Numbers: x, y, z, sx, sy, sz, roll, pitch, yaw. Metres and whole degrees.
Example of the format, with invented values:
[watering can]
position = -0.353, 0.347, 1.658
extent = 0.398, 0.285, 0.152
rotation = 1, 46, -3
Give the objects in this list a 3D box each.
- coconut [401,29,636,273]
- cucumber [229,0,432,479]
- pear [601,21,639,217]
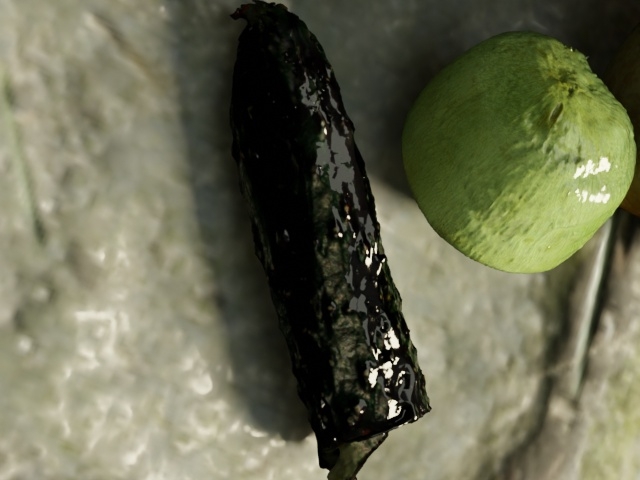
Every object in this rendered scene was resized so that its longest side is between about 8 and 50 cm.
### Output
[coconut]
position = 0.074, -0.031, 0.739
extent = 0.088, 0.096, 0.088
rotation = 16, 55, -24
[cucumber]
position = 0.000, 0.000, 0.710
extent = 0.053, 0.053, 0.181
rotation = -24, 106, -33
[pear]
position = 0.195, -0.033, 0.785
extent = 0.136, 0.167, 0.167
rotation = -45, 120, -6
